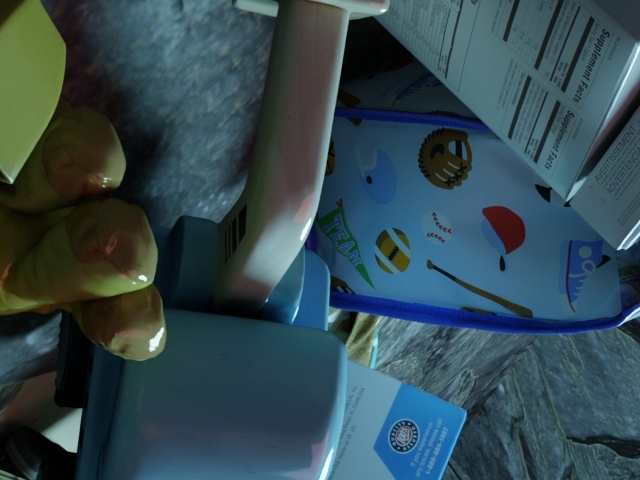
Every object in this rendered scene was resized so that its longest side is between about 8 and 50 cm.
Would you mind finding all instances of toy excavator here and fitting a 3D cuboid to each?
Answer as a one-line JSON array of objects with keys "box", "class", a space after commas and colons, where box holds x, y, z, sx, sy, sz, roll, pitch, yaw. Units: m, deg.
[{"box": [-0.057, 0.043, 0.899, 0.222, 0.432, 0.445, 10, 159, -16], "class": "toy excavator"}]

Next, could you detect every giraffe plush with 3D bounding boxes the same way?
[{"box": [-0.217, 0.013, 0.773, 0.171, 0.181, 0.210, -21, -171, -28], "class": "giraffe plush"}]

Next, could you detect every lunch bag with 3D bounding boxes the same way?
[{"box": [0.211, -0.070, 1.073, 0.328, 0.385, 0.238, -28, 117, -39], "class": "lunch bag"}]

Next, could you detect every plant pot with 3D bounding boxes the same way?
[{"box": [-0.183, -0.095, 0.656, 0.083, 0.082, 0.081, -57, 150, -23], "class": "plant pot"}]

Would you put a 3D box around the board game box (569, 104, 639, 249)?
[{"box": [0.312, -0.124, 0.841, 0.305, 0.053, 0.193, -29, 158, -39], "class": "board game box"}]

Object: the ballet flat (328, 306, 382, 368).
[{"box": [0.020, 0.084, 1.501, 0.124, 0.116, 0.342, -10, 148, -25], "class": "ballet flat"}]

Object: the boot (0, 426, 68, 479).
[{"box": [-0.318, 0.286, 1.252, 0.179, 0.085, 0.236, -38, 155, -9], "class": "boot"}]

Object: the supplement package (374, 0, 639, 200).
[{"box": [0.159, -0.212, 0.834, 0.199, 0.262, 0.198, -37, 161, -18], "class": "supplement package"}]

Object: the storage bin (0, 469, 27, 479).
[{"box": [-0.257, 0.321, 1.044, 0.123, 0.262, 0.260, -49, 137, 4], "class": "storage bin"}]

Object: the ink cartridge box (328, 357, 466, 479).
[{"box": [-0.043, 0.219, 1.228, 0.129, 0.308, 0.223, 96, 19, -65], "class": "ink cartridge box"}]
